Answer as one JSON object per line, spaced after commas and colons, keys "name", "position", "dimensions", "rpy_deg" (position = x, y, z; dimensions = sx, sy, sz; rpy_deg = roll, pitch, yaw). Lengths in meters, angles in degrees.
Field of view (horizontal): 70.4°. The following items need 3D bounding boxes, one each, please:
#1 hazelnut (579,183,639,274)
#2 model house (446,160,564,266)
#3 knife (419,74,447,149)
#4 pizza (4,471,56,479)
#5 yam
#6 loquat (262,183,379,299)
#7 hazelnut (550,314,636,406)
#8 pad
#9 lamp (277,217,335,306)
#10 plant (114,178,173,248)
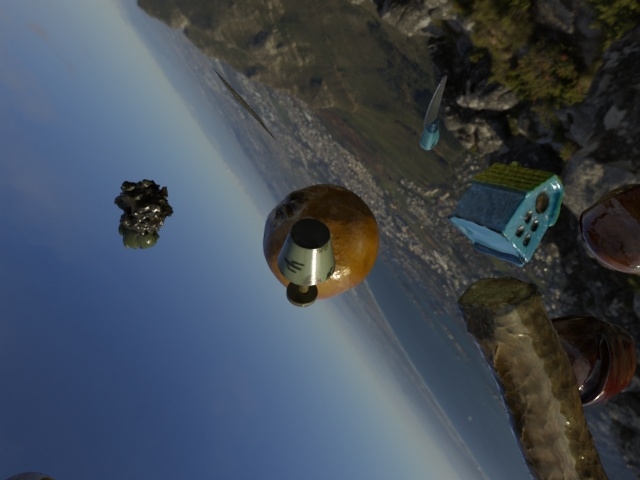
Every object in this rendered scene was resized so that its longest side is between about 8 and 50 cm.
{"name": "hazelnut", "position": [0.663, -0.024, 0.946], "dimensions": [0.210, 0.210, 0.186], "rpy_deg": [-142, 60, -77]}
{"name": "model house", "position": [0.589, -0.112, 1.432], "dimensions": [0.215, 0.303, 0.237], "rpy_deg": [33, 179, -33]}
{"name": "knife", "position": [0.246, -0.269, 0.997], "dimensions": [0.032, 0.058, 0.244], "rpy_deg": [46, 174, 18]}
{"name": "pizza", "position": [-0.474, 0.502, 0.735], "dimensions": [0.074, 0.251, 0.287], "rpy_deg": [7, -146, -52]}
{"name": "yam", "position": [0.236, 0.203, 0.440], "dimensions": [0.356, 0.081, 0.081], "rpy_deg": [63, 175, -5]}
{"name": "loquat", "position": [0.000, 0.000, 1.227], "dimensions": [0.328, 0.328, 0.328], "rpy_deg": [55, 176, 5]}
{"name": "hazelnut", "position": [0.495, 0.218, 0.866], "dimensions": [0.204, 0.178, 0.178], "rpy_deg": [15, 178, -3]}
{"name": "pad", "position": [-0.217, -0.391, 1.313], "dimensions": [0.156, 0.004, 0.232], "rpy_deg": [55, -171, 33]}
{"name": "lamp", "position": [-0.031, 0.056, 0.948], "dimensions": [0.121, 0.121, 0.214], "rpy_deg": [53, 150, 31]}
{"name": "plant", "position": [-0.269, -0.035, 0.688], "dimensions": [0.085, 0.087, 0.174], "rpy_deg": [24, 146, -12]}
